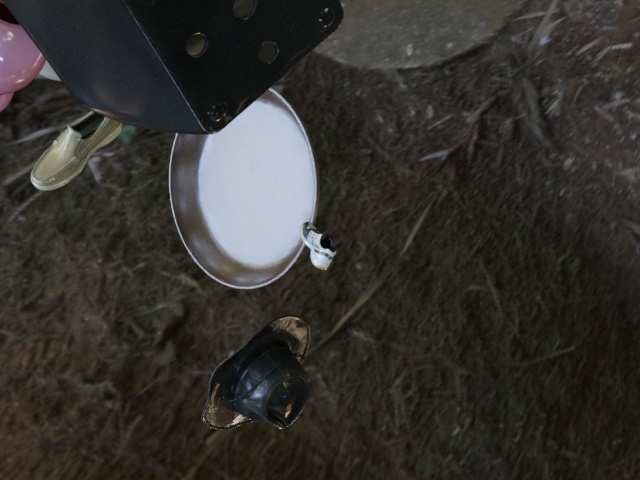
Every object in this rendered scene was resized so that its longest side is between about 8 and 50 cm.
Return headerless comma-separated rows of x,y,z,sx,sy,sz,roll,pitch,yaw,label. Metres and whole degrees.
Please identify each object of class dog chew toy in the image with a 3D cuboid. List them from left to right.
-0.625,-0.308,1.619,0.207,0.206,0.332,50,125,2,dog chew toy

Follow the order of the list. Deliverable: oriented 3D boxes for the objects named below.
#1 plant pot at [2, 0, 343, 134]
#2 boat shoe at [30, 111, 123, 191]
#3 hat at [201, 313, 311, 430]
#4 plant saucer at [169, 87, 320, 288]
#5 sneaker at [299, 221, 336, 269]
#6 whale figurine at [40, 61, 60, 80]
-0.096,-0.178,0.603,0.167,0.187,0.188,37,164,39,plant pot
-0.410,-0.164,1.508,0.068,0.190,0.072,33,156,12,boat shoe
-0.102,0.325,1.970,0.134,0.331,0.331,40,123,27,hat
-0.109,-0.084,1.356,0.310,0.050,0.311,6,100,41,plant saucer
0.000,0.000,1.211,0.037,0.032,0.083,-54,43,28,sneaker
-0.478,-0.446,1.798,0.216,0.141,0.272,37,101,-8,whale figurine
